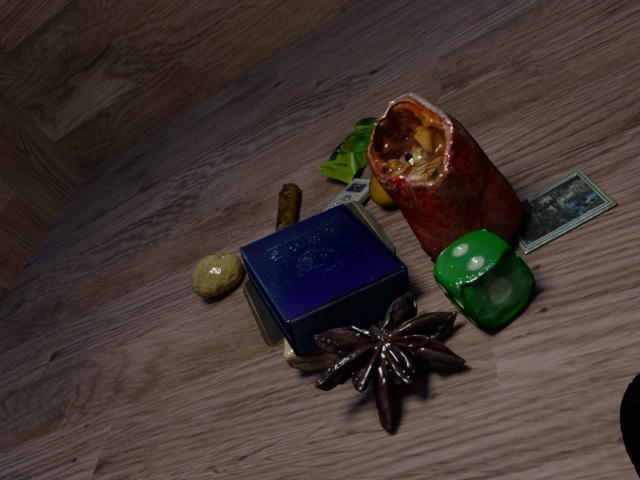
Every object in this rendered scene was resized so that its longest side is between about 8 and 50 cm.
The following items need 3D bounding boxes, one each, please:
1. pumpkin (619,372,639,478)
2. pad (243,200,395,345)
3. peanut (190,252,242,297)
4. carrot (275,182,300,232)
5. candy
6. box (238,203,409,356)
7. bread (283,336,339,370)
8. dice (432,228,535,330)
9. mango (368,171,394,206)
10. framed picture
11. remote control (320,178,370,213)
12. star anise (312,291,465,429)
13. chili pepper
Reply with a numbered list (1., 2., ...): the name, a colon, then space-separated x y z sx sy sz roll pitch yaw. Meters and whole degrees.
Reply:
1. pumpkin: 0.467 0.219 0.538 0.296 0.296 0.295 -27 34 20
2. pad: -0.041 0.037 1.368 0.375 0.063 0.315 -37 45 4
3. peanut: -0.289 0.092 1.574 0.159 0.109 0.140 -33 33 14
4. carrot: -0.096 -0.090 1.652 0.069 0.069 0.228 -26 35 22
5. candy: 0.101 -0.260 1.649 0.149 0.069 0.246 14 55 47
6. box: 0.003 0.068 1.187 0.262 0.116 0.279 -25 38 -14
7. bread: -0.016 0.214 1.171 0.125 0.082 0.106 -11 48 11
8. dice: 0.283 0.068 0.997 0.131 0.128 0.120 -42 30 -1
9. mango: 0.169 -0.148 1.430 0.102 0.084 0.184 -30 23 19
10. framed picture: 0.448 -0.060 1.096 0.183 0.011 0.142 -31 33 14
11. remote control: 0.067 -0.097 1.492 0.088 0.029 0.190 13 52 48
12. star anise: 0.121 0.198 1.017 0.283 0.129 0.212 -34 37 -7
13. chili pepper: 0.225 -0.103 1.100 0.229 0.305 0.251 -41 38 15
